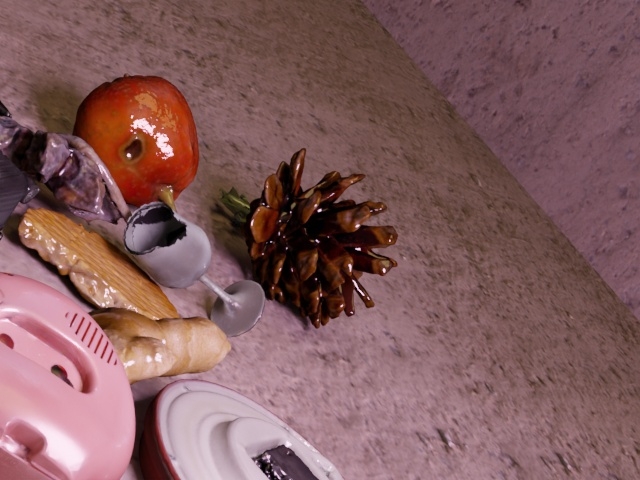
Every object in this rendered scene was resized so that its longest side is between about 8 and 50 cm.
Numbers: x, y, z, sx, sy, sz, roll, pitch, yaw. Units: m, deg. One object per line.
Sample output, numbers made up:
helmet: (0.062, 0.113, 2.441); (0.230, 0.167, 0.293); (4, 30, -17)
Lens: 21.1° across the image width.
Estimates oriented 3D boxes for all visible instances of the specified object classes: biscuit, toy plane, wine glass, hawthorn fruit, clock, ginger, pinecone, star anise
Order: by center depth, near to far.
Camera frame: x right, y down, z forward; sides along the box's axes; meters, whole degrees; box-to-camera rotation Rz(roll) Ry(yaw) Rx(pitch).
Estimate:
clock: (-0.246, 0.120, 1.393); (0.227, 0.142, 0.241); (37, 31, -17)
ginger: (-0.202, 0.115, 1.647); (0.147, 0.081, 0.333); (19, 13, 13)
clock: (-0.043, 0.256, 1.697); (0.318, 0.080, 0.318); (37, 18, -14)
biscuit: (-0.239, 0.037, 1.884); (0.224, 0.033, 0.144); (40, 12, -13)
star anise: (-0.299, -0.082, 1.919); (0.262, 0.081, 0.230); (28, -6, -11)
wine glass: (-0.144, 0.033, 1.953); (0.195, 0.079, 0.079); (45, 10, -46)
hawthorn fruit: (-0.193, -0.073, 2.095); (0.285, 0.165, 0.165); (57, 21, 17)
pinecone: (0.002, 0.001, 2.221); (0.201, 0.202, 0.229); (38, -6, 19)
toy plane: (-0.096, -0.032, 2.362); (0.111, 0.040, 0.102); (40, 18, -10)

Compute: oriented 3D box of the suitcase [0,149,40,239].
suitcase: (-0.410, -0.060, 1.578); (0.202, 0.128, 0.312); (44, 17, 9)

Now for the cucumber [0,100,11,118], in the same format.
cucumber: (-0.411, -0.179, 2.047); (0.135, 0.033, 0.034); (51, -14, 24)
